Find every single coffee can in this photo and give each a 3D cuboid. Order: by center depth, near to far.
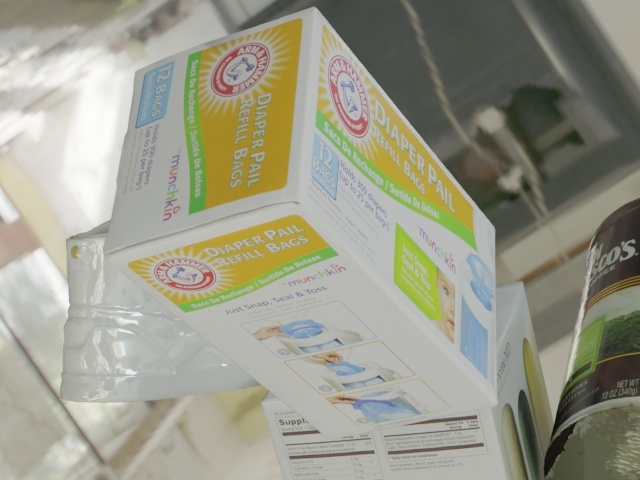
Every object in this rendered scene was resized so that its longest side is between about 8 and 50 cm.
[{"bbox_3d":[0.324,0.117,1.249,0.201,0.201,0.275,-31,-155,39],"label":"coffee can"}]

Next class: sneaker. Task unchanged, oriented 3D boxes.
[{"bbox_3d":[-0.114,0.049,1.238,0.108,0.169,0.292,-2,179,33],"label":"sneaker"}]

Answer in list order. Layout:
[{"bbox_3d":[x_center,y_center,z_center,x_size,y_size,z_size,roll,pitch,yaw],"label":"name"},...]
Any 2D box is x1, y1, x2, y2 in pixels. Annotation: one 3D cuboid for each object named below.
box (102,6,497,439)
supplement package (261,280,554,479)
[{"bbox_3d":[0.000,0.000,0.677,0.103,0.203,0.114,-15,-127,26],"label":"box"},{"bbox_3d":[0.099,0.203,1.233,0.198,0.263,0.199,-8,-161,21],"label":"supplement package"}]
